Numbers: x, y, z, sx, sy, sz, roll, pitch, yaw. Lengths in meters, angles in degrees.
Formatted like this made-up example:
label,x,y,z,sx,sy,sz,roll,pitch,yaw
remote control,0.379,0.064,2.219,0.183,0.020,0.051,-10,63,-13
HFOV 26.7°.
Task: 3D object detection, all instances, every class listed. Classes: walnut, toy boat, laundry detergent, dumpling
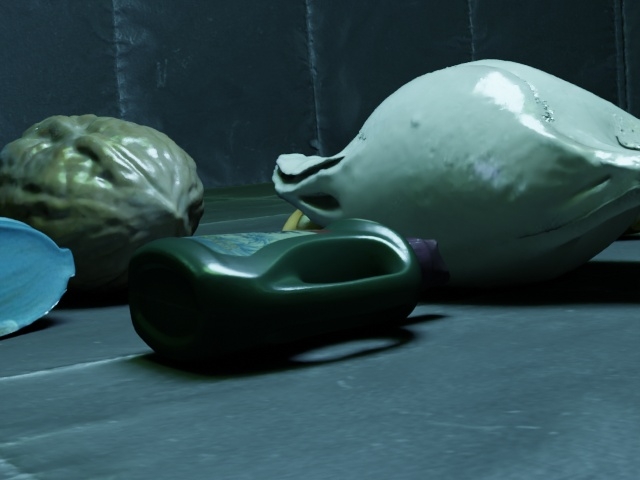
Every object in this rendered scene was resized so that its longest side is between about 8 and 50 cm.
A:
label,x,y,z,sx,sy,sz,roll,pitch,yaw
walnut,-0.195,-0.029,1.190,0.178,0.178,0.230,-9,11,-41
toy boat,-0.274,0.029,1.001,0.102,0.088,0.215,-5,5,36
laundry detergent,-0.001,0.028,0.861,0.221,0.078,0.144,-5,6,-31
dumpling,0.154,-0.049,1.067,0.341,0.181,0.260,-27,-18,34

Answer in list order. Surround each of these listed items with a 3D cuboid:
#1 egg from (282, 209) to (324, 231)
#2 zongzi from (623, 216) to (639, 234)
label,x,y,z,sx,sy,sz,roll,pitch,yaw
egg,0.000,0.000,1.191,0.071,0.071,0.083,1,20,46
zongzi,0.286,-0.039,1.389,0.184,0.084,0.187,11,3,7
